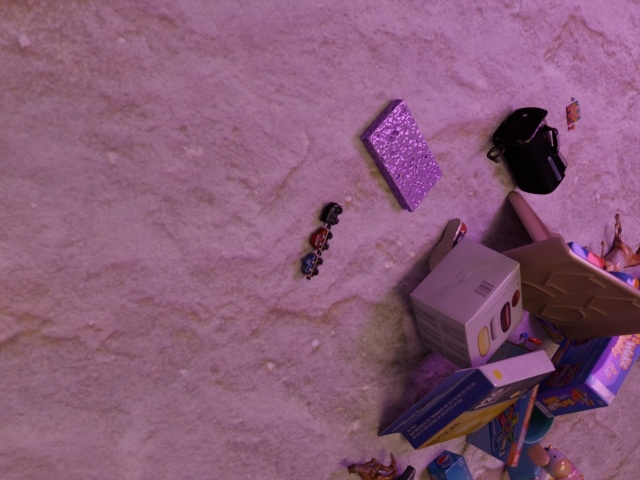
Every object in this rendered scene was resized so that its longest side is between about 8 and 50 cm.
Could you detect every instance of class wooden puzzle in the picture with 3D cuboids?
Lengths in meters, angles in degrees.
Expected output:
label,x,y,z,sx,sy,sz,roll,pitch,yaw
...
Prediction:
label,x,y,z,sx,sy,sz,roll,pitch,yaw
wooden puzzle,0.645,-0.324,1.761,0.049,0.006,0.083,-30,118,-29
wooden puzzle,0.554,0.103,1.550,0.347,0.322,0.081,31,66,-16
wooden puzzle,0.551,0.011,1.667,0.044,0.221,0.238,-39,130,22

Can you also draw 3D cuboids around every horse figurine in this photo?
label,x,y,z,sx,sy,sz,roll,pitch,yaw
horse figurine,0.832,0.050,1.969,0.263,0.066,0.174,-39,116,-27

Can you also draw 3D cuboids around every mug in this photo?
label,x,y,z,sx,sy,sz,roll,pitch,yaw
mug,0.545,0.449,1.816,0.157,0.097,0.130,-4,107,-29

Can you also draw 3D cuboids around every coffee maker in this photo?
label,x,y,z,sx,sy,sz,roll,pitch,yaw
coffee maker,0.479,-0.193,1.612,0.171,0.120,0.178,-37,123,2

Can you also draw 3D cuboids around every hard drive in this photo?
label,x,y,z,sx,sy,sz,roll,pitch,yaw
hard drive,0.172,0.586,1.585,0.135,0.022,0.094,-49,156,-25

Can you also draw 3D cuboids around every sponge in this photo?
label,x,y,z,sx,sy,sz,roll,pitch,yaw
sponge,0.171,-0.171,1.415,0.117,0.031,0.210,-49,125,-18

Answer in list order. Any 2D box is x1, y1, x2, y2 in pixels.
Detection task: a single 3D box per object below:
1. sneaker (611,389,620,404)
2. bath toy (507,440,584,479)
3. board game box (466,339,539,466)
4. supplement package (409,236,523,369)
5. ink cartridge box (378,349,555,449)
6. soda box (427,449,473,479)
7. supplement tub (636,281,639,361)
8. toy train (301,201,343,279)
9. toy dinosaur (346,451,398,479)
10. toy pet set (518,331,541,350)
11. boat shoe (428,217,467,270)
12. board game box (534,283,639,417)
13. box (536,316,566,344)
label,x,y,z,sx,sy,sz,roll,pitch,yaw
sneaker,0.776,0.366,1.999,0.090,0.095,0.235,-24,96,-26
bath toy,0.664,0.665,1.964,0.348,0.151,0.129,39,42,-38
board game box,0.459,0.396,1.714,0.027,0.145,0.281,12,94,-39
supplement package,0.325,0.145,1.509,0.194,0.149,0.203,-43,140,-20
ink cartridge box,0.330,0.367,1.549,0.307,0.072,0.304,-5,145,-39
soda box,0.343,0.629,1.703,0.071,0.067,0.210,-30,103,-29
supplement tub,1.019,0.208,2.063,0.338,0.207,0.207,-22,114,-33
toy train,0.000,0.000,1.328,0.036,0.027,0.158,23,86,-36
toy dinosaur,0.124,0.533,1.556,0.112,0.064,0.211,-29,128,7
toy pet set,0.552,0.324,1.839,0.114,0.065,0.122,30,77,-4
boat shoe,0.288,0.016,1.546,0.043,0.049,0.137,43,70,-39
board game box,0.685,0.272,1.713,0.078,0.233,0.347,44,63,1
box,0.634,0.220,1.860,0.054,0.059,0.169,-53,127,-17
